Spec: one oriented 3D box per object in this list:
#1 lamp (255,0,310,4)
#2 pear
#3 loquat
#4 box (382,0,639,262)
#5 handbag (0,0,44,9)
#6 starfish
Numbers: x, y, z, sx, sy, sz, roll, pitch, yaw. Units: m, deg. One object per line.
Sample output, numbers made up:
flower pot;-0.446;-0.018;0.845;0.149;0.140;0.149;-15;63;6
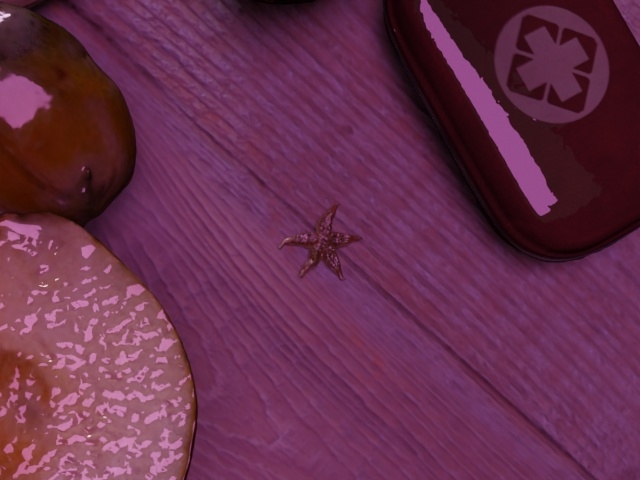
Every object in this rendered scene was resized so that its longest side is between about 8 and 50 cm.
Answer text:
lamp;-0.037;-0.347;0.896;0.247;0.247;0.247;2;82;-12
pear;-0.277;0.179;0.788;0.340;0.191;0.386;-2;71;-6
loquat;-0.278;-0.112;0.839;0.179;0.179;0.227;-42;109;-14
box;0.239;-0.178;0.994;0.263;0.108;0.404;-29;89;-14
handbag;-0.294;-0.304;0.912;0.173;0.095;0.117;-29;89;-6
starfish;0.000;0.000;0.970;0.092;0.016;0.086;2;80;-9
